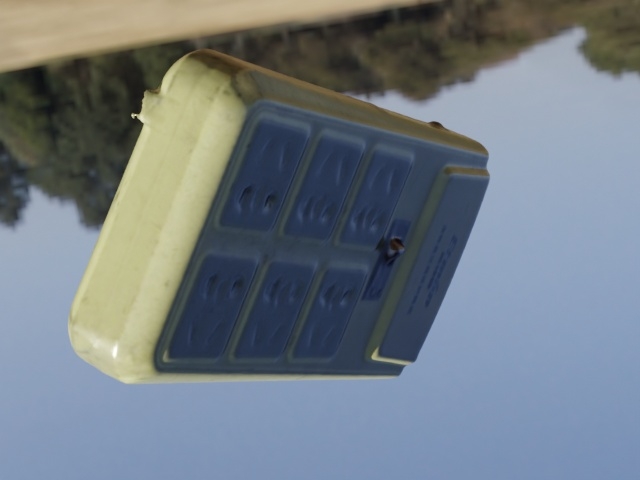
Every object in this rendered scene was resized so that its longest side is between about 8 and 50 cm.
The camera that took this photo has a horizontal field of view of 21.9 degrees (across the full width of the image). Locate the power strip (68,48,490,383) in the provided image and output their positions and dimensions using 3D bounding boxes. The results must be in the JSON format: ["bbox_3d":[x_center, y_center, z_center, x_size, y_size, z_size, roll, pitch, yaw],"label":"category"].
[{"bbox_3d":[0.000,0.000,0.423,0.028,0.076,0.169,25,-172,25],"label":"power strip"}]
